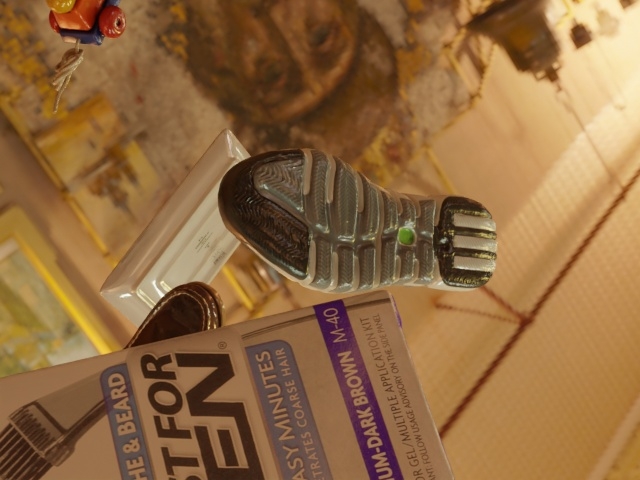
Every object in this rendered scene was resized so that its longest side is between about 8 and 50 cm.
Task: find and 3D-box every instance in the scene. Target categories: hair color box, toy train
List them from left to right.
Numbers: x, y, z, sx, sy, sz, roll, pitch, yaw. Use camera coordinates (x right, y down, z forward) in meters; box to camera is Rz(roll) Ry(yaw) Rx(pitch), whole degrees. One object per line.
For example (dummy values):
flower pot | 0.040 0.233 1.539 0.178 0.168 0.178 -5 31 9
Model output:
toy train | -0.322 -0.301 1.546 0.105 0.143 0.248 9 -110 29
hair color box | -0.104 0.156 0.551 0.339 0.185 0.110 -14 151 -10

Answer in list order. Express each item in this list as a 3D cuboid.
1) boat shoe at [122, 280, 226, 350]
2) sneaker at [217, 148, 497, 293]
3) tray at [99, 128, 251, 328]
boat shoe | -0.146 0.130 1.025 0.207 0.073 0.073 -65 163 10
sneaker | 0.000 0.000 0.827 0.132 0.229 0.086 -6 -105 49
tray | -0.159 0.001 1.595 0.030 0.145 0.270 24 -109 41
